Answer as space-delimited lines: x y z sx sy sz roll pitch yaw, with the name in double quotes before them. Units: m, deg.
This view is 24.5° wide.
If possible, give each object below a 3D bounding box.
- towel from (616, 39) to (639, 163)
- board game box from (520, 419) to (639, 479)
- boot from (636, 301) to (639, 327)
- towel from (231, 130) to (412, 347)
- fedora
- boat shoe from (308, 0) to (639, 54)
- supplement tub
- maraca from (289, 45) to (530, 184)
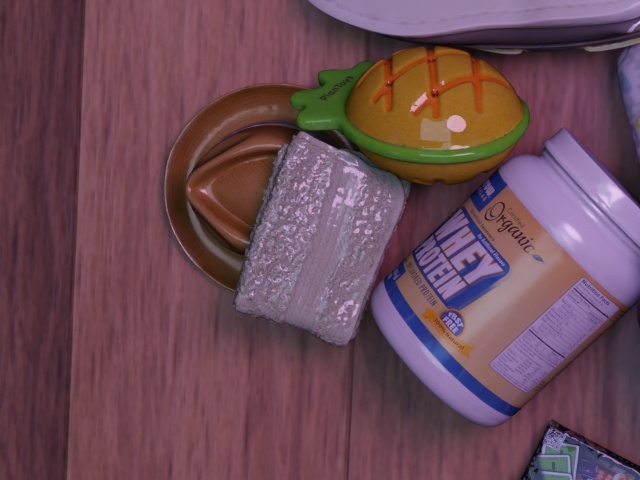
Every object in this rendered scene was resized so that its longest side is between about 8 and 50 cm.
"towel" 0.410 -0.060 0.986 0.374 0.090 0.320 -15 45 12
"board game box" 0.266 0.260 1.150 0.259 0.030 0.136 27 101 11
"boot" 0.305 0.137 1.065 0.083 0.161 0.246 -38 84 13
"towel" 0.000 0.000 1.130 0.110 0.027 0.148 20 93 -11
"fedora" -0.043 -0.038 1.185 0.194 0.079 0.194 1 93 14
"boat shoe" 0.127 -0.193 1.120 0.305 0.091 0.109 7 81 31
"supplement tub" 0.152 0.027 1.106 0.199 0.144 0.144 -45 82 11
"maraca" 0.067 -0.098 1.111 0.185 0.127 0.099 16 126 28
